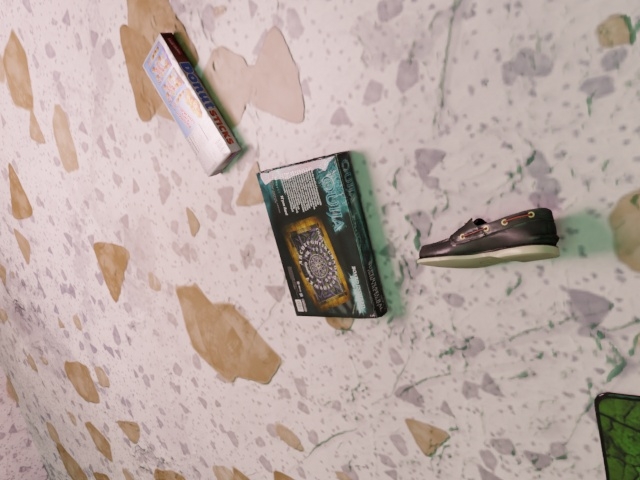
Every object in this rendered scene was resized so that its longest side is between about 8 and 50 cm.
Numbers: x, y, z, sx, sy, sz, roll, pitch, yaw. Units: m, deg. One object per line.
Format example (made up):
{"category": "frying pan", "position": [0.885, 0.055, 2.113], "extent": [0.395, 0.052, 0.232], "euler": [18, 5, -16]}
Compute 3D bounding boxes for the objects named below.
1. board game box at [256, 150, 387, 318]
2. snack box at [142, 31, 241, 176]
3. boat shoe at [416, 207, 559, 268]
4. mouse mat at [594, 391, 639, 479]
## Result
{"category": "board game box", "position": [0.000, 0.000, 0.557], "extent": [0.126, 0.026, 0.186], "euler": [-5, 105, 41]}
{"category": "snack box", "position": [-0.169, -0.174, 0.626], "extent": [0.064, 0.022, 0.178], "euler": [-34, 85, 44]}
{"category": "boat shoe", "position": [0.143, 0.002, 0.430], "extent": [0.133, 0.049, 0.042], "euler": [-15, 71, 49]}
{"category": "mouse mat", "position": [0.320, 0.217, 0.397], "extent": [0.153, 0.007, 0.189], "euler": [-5, 106, 41]}
